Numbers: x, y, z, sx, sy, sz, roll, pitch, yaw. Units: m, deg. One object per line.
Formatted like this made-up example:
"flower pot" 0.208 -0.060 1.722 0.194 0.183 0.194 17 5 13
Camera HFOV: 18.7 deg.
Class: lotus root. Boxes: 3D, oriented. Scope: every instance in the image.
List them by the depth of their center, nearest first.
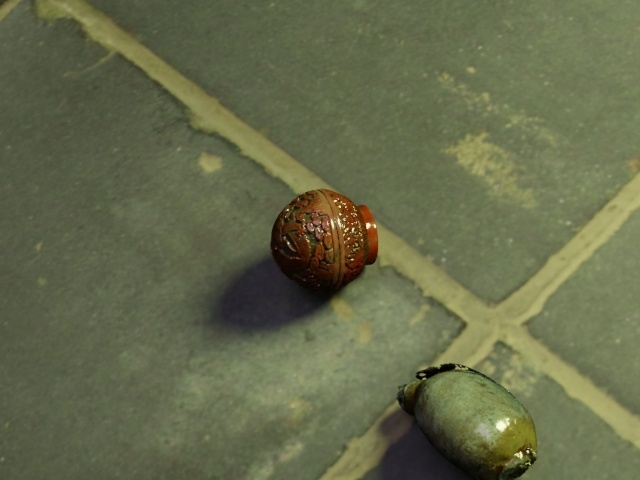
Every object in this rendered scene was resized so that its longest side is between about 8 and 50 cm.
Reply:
"lotus root" 0.129 0.156 1.706 0.088 0.088 0.165 -43 41 -8

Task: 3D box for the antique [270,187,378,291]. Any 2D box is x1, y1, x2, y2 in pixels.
"antique" 0.000 0.000 1.857 0.104 0.104 0.104 -12 53 17
